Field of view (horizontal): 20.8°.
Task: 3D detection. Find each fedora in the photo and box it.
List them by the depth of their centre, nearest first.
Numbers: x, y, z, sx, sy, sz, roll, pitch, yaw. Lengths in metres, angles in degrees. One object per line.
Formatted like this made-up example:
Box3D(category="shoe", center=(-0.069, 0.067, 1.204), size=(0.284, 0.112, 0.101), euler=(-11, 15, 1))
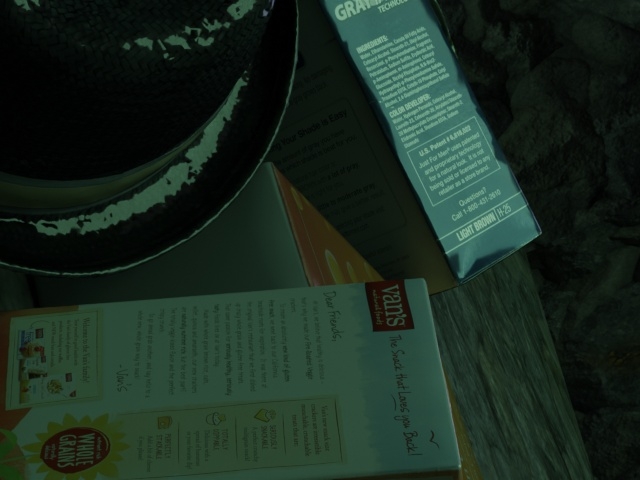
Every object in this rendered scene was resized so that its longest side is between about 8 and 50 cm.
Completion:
Box3D(category="fedora", center=(-0.110, -0.147, 0.914), size=(0.334, 0.152, 0.334), euler=(12, 69, -34))

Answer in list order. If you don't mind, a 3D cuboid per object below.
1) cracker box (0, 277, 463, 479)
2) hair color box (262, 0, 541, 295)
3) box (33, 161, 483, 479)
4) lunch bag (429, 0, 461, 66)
Box3D(category="cracker box", center=(-0.051, 0.096, 0.873), size=(0.155, 0.232, 0.067), euler=(-95, -179, -57))
Box3D(category="hair color box", center=(0.009, -0.121, 1.307), size=(0.105, 0.174, 0.347), euler=(-29, 95, -37))
Box3D(category="box", center=(-0.017, 0.129, 1.137), size=(0.345, 0.168, 0.215), euler=(44, 25, -62))
Box3D(category="lunch bag", center=(-0.003, -0.153, 1.590), size=(0.287, 0.235, 0.169), euler=(47, 28, -62))
